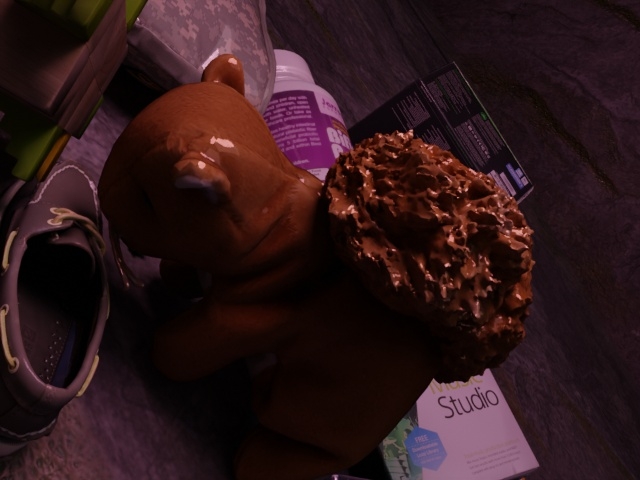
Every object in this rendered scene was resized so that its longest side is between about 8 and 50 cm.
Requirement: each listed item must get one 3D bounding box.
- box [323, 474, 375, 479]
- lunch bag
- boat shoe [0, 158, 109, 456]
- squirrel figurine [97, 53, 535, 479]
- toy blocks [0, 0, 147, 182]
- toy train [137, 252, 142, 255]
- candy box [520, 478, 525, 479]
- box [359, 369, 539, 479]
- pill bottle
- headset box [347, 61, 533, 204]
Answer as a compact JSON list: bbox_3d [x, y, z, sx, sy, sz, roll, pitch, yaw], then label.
[{"bbox_3d":[0.003,0.306,0.558,0.296,0.294,0.183,28,36,-48],"label":"box"},{"bbox_3d":[-0.185,-0.277,1.035,0.235,0.169,0.287,38,27,-37],"label":"lunch bag"},{"bbox_3d":[-0.225,0.031,0.694,0.109,0.091,0.305,40,30,-34],"label":"boat shoe"},{"bbox_3d":[0.000,0.000,0.767,0.370,0.396,0.281,60,27,-32],"label":"squirrel figurine"},{"bbox_3d":[-0.282,-0.191,0.603,0.261,0.191,0.381,31,-4,-14],"label":"toy blocks"},{"bbox_3d":[-0.200,-0.021,0.891,0.023,0.017,0.083,39,29,-54],"label":"toy train"},{"bbox_3d":[0.194,0.268,1.198,0.183,0.087,0.317,25,41,-47],"label":"candy box"},{"bbox_3d":[0.122,0.184,1.075,0.232,0.058,0.322,-6,58,-35],"label":"box"},{"bbox_3d":[-0.037,-0.108,1.109,0.169,0.169,0.302,24,42,-51],"label":"pill bottle"},{"bbox_3d":[0.154,-0.106,1.345,0.246,0.283,0.131,57,40,0],"label":"headset box"}]
